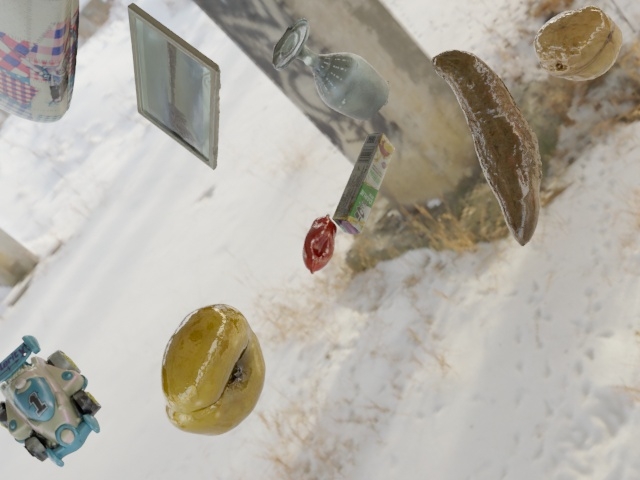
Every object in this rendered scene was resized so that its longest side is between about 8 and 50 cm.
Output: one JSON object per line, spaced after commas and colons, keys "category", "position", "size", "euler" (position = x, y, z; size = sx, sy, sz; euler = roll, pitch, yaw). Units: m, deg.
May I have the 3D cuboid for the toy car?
{"category": "toy car", "position": [-0.377, 0.217, 1.116], "size": [0.126, 0.098, 0.161], "euler": [-43, 49, -10]}

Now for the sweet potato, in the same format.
{"category": "sweet potato", "position": [0.288, -0.157, 1.336], "size": [0.114, 0.342, 0.092], "euler": [-15, -12, -29]}

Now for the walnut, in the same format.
{"category": "walnut", "position": [0.498, -0.378, 1.626], "size": [0.180, 0.144, 0.144], "euler": [11, 60, 55]}

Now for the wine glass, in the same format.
{"category": "wine glass", "position": [0.026, -0.346, 1.732], "size": [0.126, 0.241, 0.127], "euler": [-37, 39, 37]}

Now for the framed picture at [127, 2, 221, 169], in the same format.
{"category": "framed picture", "position": [-0.269, -0.276, 1.550], "size": [0.016, 0.213, 0.289], "euler": [-45, -15, -28]}

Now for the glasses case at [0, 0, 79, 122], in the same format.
{"category": "glasses case", "position": [-0.320, -0.223, 0.872], "size": [0.327, 0.125, 0.076], "euler": [129, 163, -62]}

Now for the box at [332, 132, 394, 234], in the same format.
{"category": "box", "position": [0.082, -0.109, 1.573], "size": [0.041, 0.050, 0.207], "euler": [1, 58, 39]}

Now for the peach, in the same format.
{"category": "peach", "position": [-0.145, 0.175, 1.123], "size": [0.103, 0.179, 0.179], "euler": [8, 54, 30]}

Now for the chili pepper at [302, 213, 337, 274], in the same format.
{"category": "chili pepper", "position": [0.000, -0.001, 1.509], "size": [0.050, 0.059, 0.191], "euler": [-39, 20, 30]}
